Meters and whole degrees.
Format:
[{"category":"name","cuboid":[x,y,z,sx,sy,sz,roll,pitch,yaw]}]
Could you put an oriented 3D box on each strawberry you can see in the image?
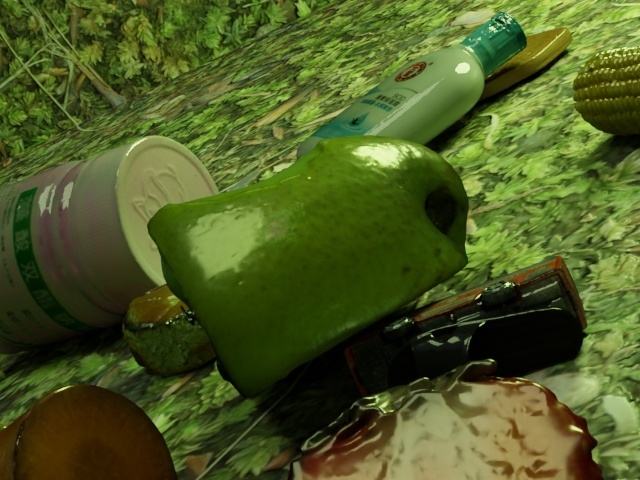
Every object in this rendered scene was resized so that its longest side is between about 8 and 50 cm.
[{"category":"strawberry","cuboid":[0.077,0.191,0.742,0.190,0.111,0.237,-14,42,9]}]

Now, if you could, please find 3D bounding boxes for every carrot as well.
[{"category":"carrot","cuboid":[-0.242,0.233,1.053,0.225,0.159,0.159,-33,12,29]}]

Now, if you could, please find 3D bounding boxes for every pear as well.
[{"category":"pear","cuboid":[0.000,0.000,1.168,0.281,0.176,0.286,-28,0,-5]}]

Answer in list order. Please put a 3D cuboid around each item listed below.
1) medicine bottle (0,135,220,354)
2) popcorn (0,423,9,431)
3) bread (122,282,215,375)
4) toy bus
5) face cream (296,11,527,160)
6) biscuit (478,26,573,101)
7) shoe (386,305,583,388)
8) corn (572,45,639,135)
[{"category":"medicine bottle","cuboid":[-0.301,0.012,1.631,0.325,0.212,0.212,-15,21,32]},{"category":"popcorn","cuboid":[-0.408,0.207,1.205,0.250,0.235,0.241,9,20,44]},{"category":"bread","cuboid":[-0.140,0.086,1.407,0.140,0.069,0.128,-28,17,-14]},{"category":"toy bus","cuboid":[0.119,0.073,1.067,0.192,0.065,0.077,-22,7,18]},{"category":"face cream","cuboid":[0.129,-0.183,1.717,0.336,0.080,0.163,-38,24,-13]},{"category":"biscuit","cuboid":[0.247,-0.234,1.823,0.220,0.029,0.142,-30,19,-2]},{"category":"shoe","cuboid":[0.123,0.094,1.003,0.159,0.062,0.053,-19,21,14]},{"category":"corn","cuboid":[0.353,-0.153,1.316,0.093,0.093,0.244,-35,18,-24]}]
